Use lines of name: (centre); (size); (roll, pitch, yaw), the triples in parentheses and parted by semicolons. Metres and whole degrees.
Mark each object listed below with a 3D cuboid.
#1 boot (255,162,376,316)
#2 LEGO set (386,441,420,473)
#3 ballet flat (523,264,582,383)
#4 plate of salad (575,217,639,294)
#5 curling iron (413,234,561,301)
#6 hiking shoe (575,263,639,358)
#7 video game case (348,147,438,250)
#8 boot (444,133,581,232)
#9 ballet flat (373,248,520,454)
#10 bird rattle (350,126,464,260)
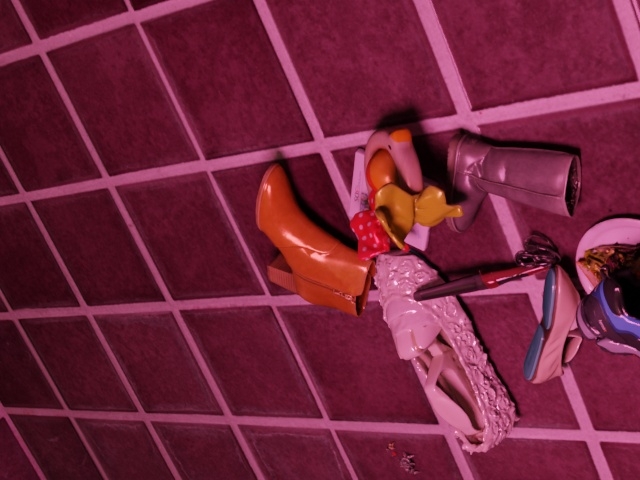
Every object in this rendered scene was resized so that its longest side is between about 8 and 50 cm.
boot: (0.000, 0.001, 2.105); (0.211, 0.104, 0.295); (17, 135, 23)
LEGO set: (0.165, 0.445, 2.349); (0.083, 0.023, 0.054); (30, 136, 19)
ballet flat: (0.391, 0.137, 1.896); (0.086, 0.086, 0.248); (27, 136, 22)
plate of salad: (0.479, 0.057, 1.773); (0.199, 0.048, 0.200); (22, 132, 27)
curling iron: (0.270, 0.054, 1.918); (0.274, 0.035, 0.068); (-21, 114, 35)
hiking shoe: (0.530, 0.142, 1.701); (0.304, 0.113, 0.132); (20, 146, 3)
video game case: (0.123, -0.070, 1.995); (0.157, 0.019, 0.143); (26, 134, 22)
boot: (0.300, -0.073, 1.818); (0.208, 0.076, 0.190); (14, 131, 24)
ballet flat: (0.212, 0.202, 2.046); (0.147, 0.147, 0.409); (-25, 102, 47)
bird rattle: (0.126, -0.080, 1.888); (0.253, 0.143, 0.207); (168, 92, -78)
